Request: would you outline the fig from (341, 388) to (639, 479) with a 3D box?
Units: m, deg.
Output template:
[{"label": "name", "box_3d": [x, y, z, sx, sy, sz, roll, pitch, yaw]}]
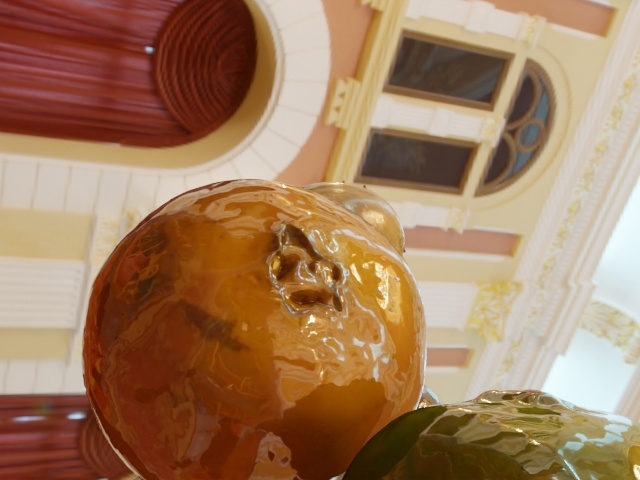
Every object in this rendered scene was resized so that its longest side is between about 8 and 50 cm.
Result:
[{"label": "fig", "box_3d": [0.115, 0.259, 0.519, 0.258, 0.258, 0.326, 9, -97, 61]}]

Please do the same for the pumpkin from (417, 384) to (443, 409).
[{"label": "pumpkin", "box_3d": [0.115, 0.255, 1.277, 0.149, 0.254, 0.130, -20, -101, 53]}]

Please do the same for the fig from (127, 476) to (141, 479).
[{"label": "fig", "box_3d": [-0.309, 0.489, 1.241, 0.286, 0.369, 0.286, -19, -120, 37]}]

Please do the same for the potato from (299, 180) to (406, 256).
[{"label": "potato", "box_3d": [0.000, 0.000, 0.981, 0.150, 0.234, 0.146, 14, -76, 49]}]

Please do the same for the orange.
[{"label": "orange", "box_3d": [-0.058, 0.095, 0.721, 0.312, 0.312, 0.312, -13, -105, 60]}]
